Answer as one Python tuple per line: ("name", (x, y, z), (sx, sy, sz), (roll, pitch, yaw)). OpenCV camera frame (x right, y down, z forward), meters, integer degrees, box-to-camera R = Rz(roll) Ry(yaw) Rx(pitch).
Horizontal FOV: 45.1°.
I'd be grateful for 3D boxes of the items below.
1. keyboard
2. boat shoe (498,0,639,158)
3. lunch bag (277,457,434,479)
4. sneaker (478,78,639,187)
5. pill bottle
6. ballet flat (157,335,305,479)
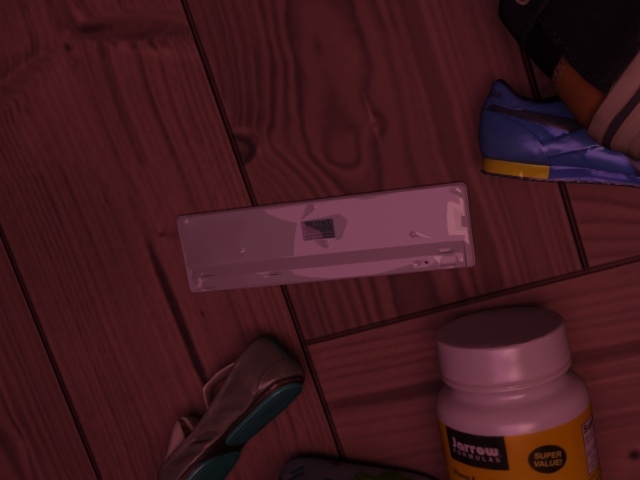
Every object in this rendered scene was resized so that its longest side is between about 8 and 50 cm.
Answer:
("keyboard", (0.000, 0.000, 0.663), (0.256, 0.014, 0.072), (-6, 96, 13))
("boat shoe", (0.280, -0.280, 0.418), (0.156, 0.187, 0.500), (45, 116, 22))
("lunch bag", (0.030, 0.310, 0.686), (0.176, 0.090, 0.218), (8, 105, 7))
("sneaker", (0.223, -0.080, 0.565), (0.209, 0.069, 0.082), (7, 100, 11))
("pill bottle", (0.157, 0.166, 0.609), (0.119, 0.119, 0.208), (-10, 100, 14))
("ballet flat", (-0.096, 0.172, 0.702), (0.213, 0.072, 0.068), (-50, 61, 17))
